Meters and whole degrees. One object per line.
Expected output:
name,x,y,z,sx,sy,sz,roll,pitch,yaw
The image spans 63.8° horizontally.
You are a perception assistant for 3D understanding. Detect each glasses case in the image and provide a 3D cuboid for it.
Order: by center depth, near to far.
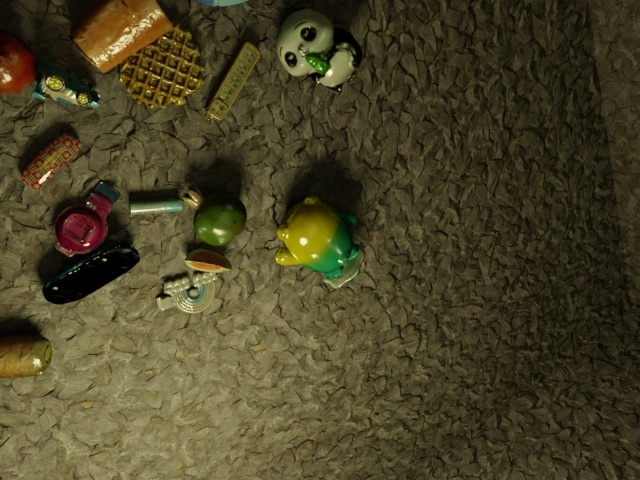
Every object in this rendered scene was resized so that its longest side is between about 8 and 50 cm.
glasses case,-0.781,-0.232,1.485,0.194,0.049,0.073,-48,120,-5

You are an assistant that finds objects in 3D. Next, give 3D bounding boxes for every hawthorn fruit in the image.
hawthorn fruit,-0.820,-0.451,1.313,0.169,0.188,0.169,-8,113,-18

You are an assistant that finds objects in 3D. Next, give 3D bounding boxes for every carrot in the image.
carrot,-0.549,-0.588,1.383,0.254,0.196,0.196,-36,120,2
carrot,-0.974,0.349,1.539,0.302,0.139,0.138,1,106,-20

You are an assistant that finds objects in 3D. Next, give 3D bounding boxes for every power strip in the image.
power strip,-0.283,-0.505,1.649,0.064,0.044,0.305,29,93,-32

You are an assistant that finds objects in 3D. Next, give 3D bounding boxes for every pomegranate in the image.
pomegranate,-0.353,-0.089,1.684,0.225,0.187,0.187,38,88,-19

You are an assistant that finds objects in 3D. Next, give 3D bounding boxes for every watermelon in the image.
watermelon,-0.393,0.082,1.775,0.163,0.087,0.069,14,120,-21

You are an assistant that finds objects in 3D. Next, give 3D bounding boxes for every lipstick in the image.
lipstick,-0.530,-0.111,1.654,0.158,0.048,0.048,-7,110,-25

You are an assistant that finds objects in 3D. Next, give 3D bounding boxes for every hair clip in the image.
hair clip,-0.459,0.189,1.794,0.220,0.054,0.140,-15,100,-26

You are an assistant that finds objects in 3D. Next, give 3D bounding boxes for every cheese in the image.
cheese,-0.708,-0.064,1.564,0.155,0.062,0.244,32,77,-7

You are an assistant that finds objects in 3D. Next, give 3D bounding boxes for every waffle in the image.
waffle,-0.479,-0.523,1.538,0.253,0.056,0.249,-18,114,-19

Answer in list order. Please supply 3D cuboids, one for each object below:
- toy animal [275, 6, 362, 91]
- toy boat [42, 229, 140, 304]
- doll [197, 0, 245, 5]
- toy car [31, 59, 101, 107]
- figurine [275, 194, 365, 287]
toy animal,-0.009,-0.611,1.657,0.267,0.212,0.212,14,100,-33
toy boat,-0.723,0.082,1.604,0.299,0.092,0.134,-30,151,-8
doll,-0.282,-0.809,1.464,0.366,0.187,0.376,32,119,-22
toy car,-0.708,-0.416,1.435,0.098,0.126,0.161,-40,133,16
figurine,0.000,0.000,1.857,0.323,0.231,0.340,-50,126,-5
